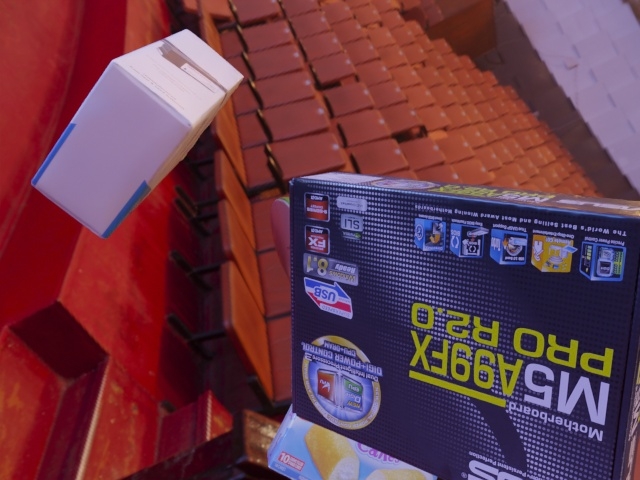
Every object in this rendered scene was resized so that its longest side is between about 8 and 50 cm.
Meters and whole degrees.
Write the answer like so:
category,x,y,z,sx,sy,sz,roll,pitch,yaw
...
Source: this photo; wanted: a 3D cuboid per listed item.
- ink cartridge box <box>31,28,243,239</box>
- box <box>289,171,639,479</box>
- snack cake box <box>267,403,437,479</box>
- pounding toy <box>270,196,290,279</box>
category,x,y,z,sx,sy,sz,roll,pitch,yaw
ink cartridge box,-0.329,-0.223,1.141,0.166,0.285,0.395,39,24,-13
box,0.095,0.067,0.446,0.060,0.270,0.216,-16,111,-49
snack cake box,0.060,0.361,1.006,0.264,0.152,0.089,28,-5,-5
pounding toy,0.000,0.000,1.115,0.237,0.110,0.183,27,-49,60
